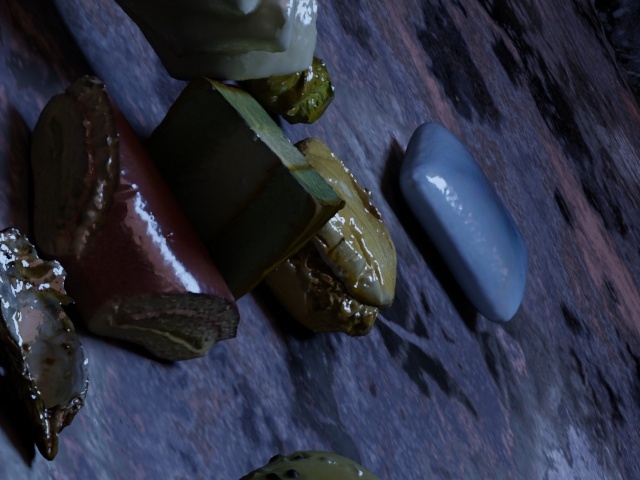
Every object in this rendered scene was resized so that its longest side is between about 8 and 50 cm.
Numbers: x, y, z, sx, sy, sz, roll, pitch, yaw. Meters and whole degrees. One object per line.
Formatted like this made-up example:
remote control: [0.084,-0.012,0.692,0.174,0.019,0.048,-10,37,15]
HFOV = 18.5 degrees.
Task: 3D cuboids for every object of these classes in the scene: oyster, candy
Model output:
oyster: [-0.162,0.050,1.062,0.086,0.029,0.132,40,32,-35]
candy: [0.136,-0.019,1.830,0.174,0.071,0.138,56,21,-17]

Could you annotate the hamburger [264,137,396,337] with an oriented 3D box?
hamburger: [0.000,0.000,1.455,0.138,0.083,0.147,52,20,-17]

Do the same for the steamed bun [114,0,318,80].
steamed bun: [-0.155,-0.292,1.246,0.189,0.247,0.428,-69,146,-82]

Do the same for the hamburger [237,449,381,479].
hamburger: [-0.035,0.209,0.962,0.192,0.167,0.288,55,21,-25]

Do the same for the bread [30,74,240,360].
bread: [-0.115,0.001,1.185,0.192,0.067,0.119,58,20,-12]

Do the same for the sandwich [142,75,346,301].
sandwich: [-0.027,-0.059,1.281,0.117,0.144,0.187,49,40,1]

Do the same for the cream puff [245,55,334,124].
cream puff: [-0.025,-0.133,1.597,0.083,0.058,0.083,51,21,-25]
